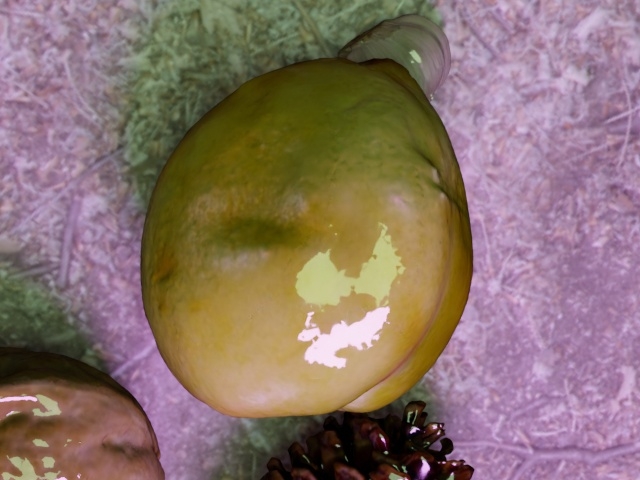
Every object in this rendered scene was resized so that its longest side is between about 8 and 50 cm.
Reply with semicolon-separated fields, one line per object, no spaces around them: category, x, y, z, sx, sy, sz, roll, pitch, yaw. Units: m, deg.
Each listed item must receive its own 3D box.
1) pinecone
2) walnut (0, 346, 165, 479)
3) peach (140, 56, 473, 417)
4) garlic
pinecone;0.032;0.277;1.524;0.224;0.224;0.272;43;83;-13
walnut;-0.276;0.205;1.458;0.282;0.283;0.227;-9;58;-8
peach;-0.005;0.006;1.443;0.314;0.281;0.316;-11;70;29
garlic;0.076;-0.166;1.534;0.113;0.074;0.094;-37;93;-17
